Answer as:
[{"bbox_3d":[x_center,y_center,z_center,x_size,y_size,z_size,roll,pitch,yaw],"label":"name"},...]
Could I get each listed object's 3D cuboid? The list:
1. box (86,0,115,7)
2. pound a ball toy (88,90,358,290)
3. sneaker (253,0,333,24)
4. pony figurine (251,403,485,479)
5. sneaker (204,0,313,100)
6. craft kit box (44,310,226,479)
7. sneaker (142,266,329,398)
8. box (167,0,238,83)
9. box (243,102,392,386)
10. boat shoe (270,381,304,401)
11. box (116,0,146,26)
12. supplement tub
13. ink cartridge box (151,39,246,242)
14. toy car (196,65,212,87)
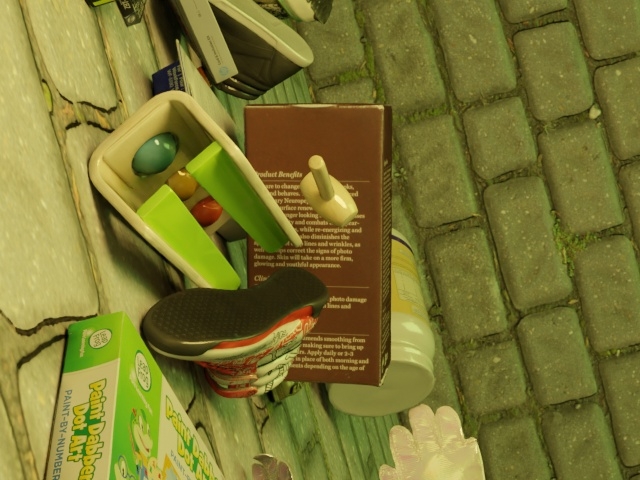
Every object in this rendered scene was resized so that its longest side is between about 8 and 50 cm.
[{"bbox_3d":[-0.187,-0.335,1.015,0.184,0.191,0.045,60,17,-61],"label":"box"},{"bbox_3d":[-0.097,-0.059,1.085,0.136,0.208,0.319,45,-4,22],"label":"pound a ball toy"},{"bbox_3d":[-0.154,-0.475,1.592,0.410,0.182,0.158,45,41,-39],"label":"sneaker"},{"bbox_3d":[0.033,0.379,1.047,0.363,0.303,0.351,4,67,-59],"label":"pony figurine"},{"bbox_3d":[-0.166,-0.331,1.586,0.296,0.147,0.104,35,29,-26],"label":"sneaker"},{"bbox_3d":[-0.136,0.227,0.780,0.246,0.061,0.250,-101,173,-49],"label":"craft kit box"},{"bbox_3d":[-0.102,0.122,1.086,0.090,0.145,0.270,39,28,23],"label":"sneaker"},{"bbox_3d":[-0.184,-0.326,1.416,0.186,0.038,0.145,57,-8,50],"label":"box"},{"bbox_3d":[0.000,0.000,1.382,0.143,0.191,0.381,-43,134,-76],"label":"box"},{"bbox_3d":[-0.050,0.212,1.510,0.135,0.045,0.050,-29,103,-83],"label":"boat shoe"},{"bbox_3d":[-0.241,-0.315,1.242,0.083,0.018,0.067,-95,168,-55],"label":"box"},{"bbox_3d":[0.094,0.156,1.970,0.241,0.241,0.331,67,10,-49],"label":"supplement tub"},{"bbox_3d":[-0.154,-0.119,1.328,0.332,0.065,0.165,59,18,-71],"label":"ink cartridge box"},{"bbox_3d":[-0.170,-0.197,1.456,0.060,0.040,0.122,42,-24,62],"label":"toy car"}]
